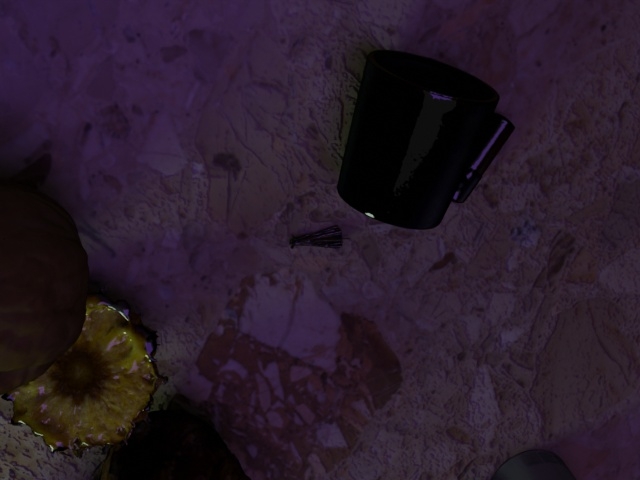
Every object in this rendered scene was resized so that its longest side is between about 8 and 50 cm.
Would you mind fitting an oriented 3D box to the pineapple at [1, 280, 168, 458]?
[{"bbox_3d":[-0.294,0.166,1.346,0.225,0.076,0.224,0,85,2],"label":"pineapple"}]

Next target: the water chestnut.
[{"bbox_3d":[-0.213,0.337,1.410,0.238,0.224,0.223,11,117,27],"label":"water chestnut"}]

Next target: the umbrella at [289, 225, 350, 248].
[{"bbox_3d":[-0.001,-0.001,1.415,0.083,0.020,0.031,-3,113,-8],"label":"umbrella"}]

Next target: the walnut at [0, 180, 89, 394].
[{"bbox_3d":[-0.413,0.052,1.169,0.313,0.277,0.252,-2,98,-53],"label":"walnut"}]

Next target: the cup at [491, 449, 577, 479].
[{"bbox_3d":[0.327,0.402,1.609,0.173,0.142,0.134,35,101,-25],"label":"cup"}]

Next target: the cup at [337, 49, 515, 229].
[{"bbox_3d":[0.146,-0.115,1.325,0.239,0.166,0.177,10,113,-18],"label":"cup"}]
